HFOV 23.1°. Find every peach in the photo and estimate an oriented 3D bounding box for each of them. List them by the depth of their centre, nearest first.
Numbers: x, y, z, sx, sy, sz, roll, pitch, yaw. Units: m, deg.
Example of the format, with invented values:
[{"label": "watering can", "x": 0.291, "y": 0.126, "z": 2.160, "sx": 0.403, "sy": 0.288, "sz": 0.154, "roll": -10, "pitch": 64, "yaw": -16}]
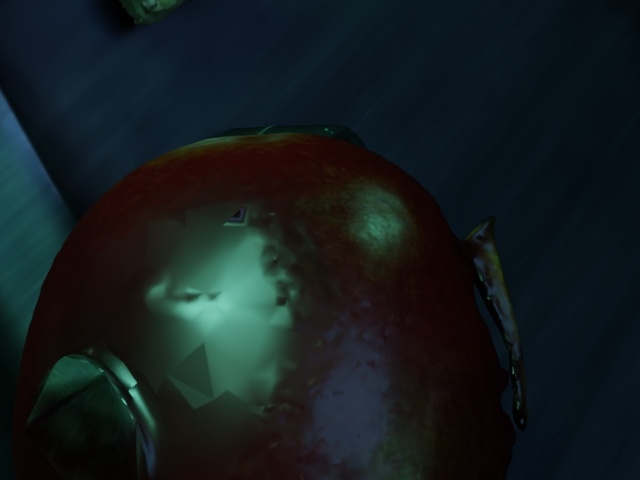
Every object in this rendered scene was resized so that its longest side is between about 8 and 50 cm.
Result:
[{"label": "peach", "x": -0.048, "y": 0.123, "z": 1.077, "sx": 0.310, "sy": 0.335, "sz": 0.405, "roll": 4, "pitch": 82, "yaw": -42}]

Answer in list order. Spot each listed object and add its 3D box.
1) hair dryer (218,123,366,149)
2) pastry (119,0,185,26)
[{"label": "hair dryer", "x": 0.000, "y": 0.000, "z": 1.317, "sx": 0.071, "sy": 0.124, "sz": 0.219, "roll": -46, "pitch": 126, "yaw": -37}, {"label": "pastry", "x": -0.164, "y": -0.296, "z": 1.253, "sx": 0.121, "sy": 0.089, "sz": 0.258, "roll": -46, "pitch": 109, "yaw": -36}]
